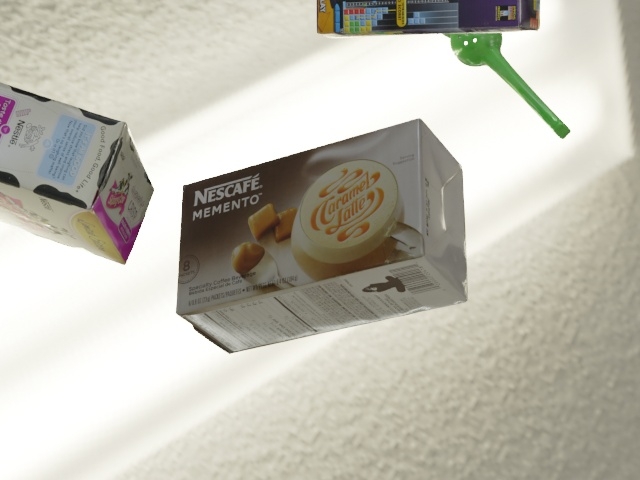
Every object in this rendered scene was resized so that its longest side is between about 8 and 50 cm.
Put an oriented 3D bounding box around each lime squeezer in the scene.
[{"bbox_3d":[0.175,-0.223,1.602,0.110,0.310,0.059,20,-67,-30],"label":"lime squeezer"}]

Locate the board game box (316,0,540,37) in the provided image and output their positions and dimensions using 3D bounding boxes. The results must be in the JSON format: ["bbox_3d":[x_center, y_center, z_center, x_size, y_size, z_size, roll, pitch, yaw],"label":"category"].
[{"bbox_3d":[0.069,-0.217,0.944,0.048,0.141,0.170,-9,-81,-63],"label":"board game box"}]

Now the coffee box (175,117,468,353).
[{"bbox_3d":[0.000,0.000,1.321,0.098,0.247,0.141,42,-138,-50],"label":"coffee box"}]

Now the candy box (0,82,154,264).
[{"bbox_3d":[-0.249,-0.065,1.074,0.159,0.233,0.071,83,-155,-75],"label":"candy box"}]
